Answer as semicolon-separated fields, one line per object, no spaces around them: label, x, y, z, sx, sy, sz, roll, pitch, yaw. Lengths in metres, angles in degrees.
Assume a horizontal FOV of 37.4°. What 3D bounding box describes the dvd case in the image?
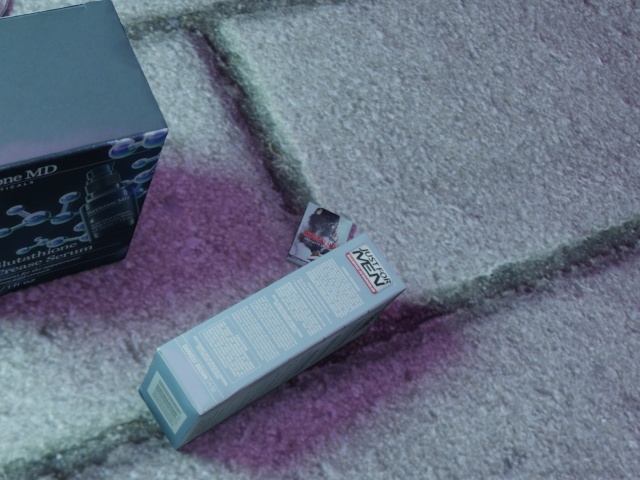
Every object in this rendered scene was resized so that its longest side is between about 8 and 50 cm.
dvd case;0.000;0.000;1.596;0.087;0.013;0.119;26;59;-7

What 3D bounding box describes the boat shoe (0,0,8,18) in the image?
boat shoe;-0.558;-0.388;1.547;0.083;0.076;0.226;8;62;-17

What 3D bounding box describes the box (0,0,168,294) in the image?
box;-0.406;-0.102;1.271;0.294;0.395;0.212;-18;71;-27

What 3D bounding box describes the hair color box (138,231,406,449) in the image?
hair color box;-0.071;0.145;1.394;0.374;0.185;0.113;-28;76;-30
